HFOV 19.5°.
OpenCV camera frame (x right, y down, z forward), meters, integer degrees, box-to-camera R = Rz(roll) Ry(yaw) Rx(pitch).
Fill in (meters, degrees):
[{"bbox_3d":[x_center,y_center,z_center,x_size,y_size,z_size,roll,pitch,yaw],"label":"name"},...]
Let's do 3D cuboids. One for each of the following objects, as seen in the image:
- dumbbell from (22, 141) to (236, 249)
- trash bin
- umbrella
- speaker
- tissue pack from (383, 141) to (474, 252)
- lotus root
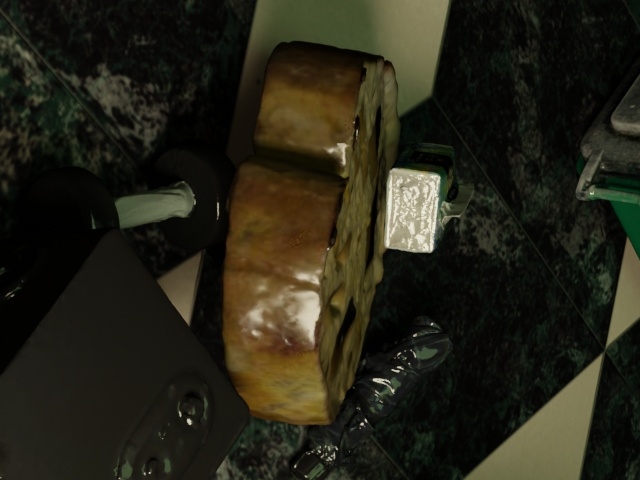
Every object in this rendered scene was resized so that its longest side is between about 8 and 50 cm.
[{"bbox_3d":[-0.166,-0.028,1.663,0.191,0.100,0.100,-14,107,-47],"label":"dumbbell"},{"bbox_3d":[0.501,-0.037,2.307,0.295,0.259,0.381,-53,134,-29],"label":"trash bin"},{"bbox_3d":[0.046,0.169,1.960,0.224,0.071,0.080,-47,168,-18],"label":"umbrella"},{"bbox_3d":[-0.227,0.153,1.528,0.232,0.184,0.254,57,49,-28],"label":"speaker"},{"bbox_3d":[0.109,-0.042,1.844,0.111,0.079,0.085,-55,150,-71],"label":"tissue pack"},{"bbox_3d":[0.000,0.000,1.768,0.375,0.111,0.390,81,18,-46],"label":"lotus root"}]
